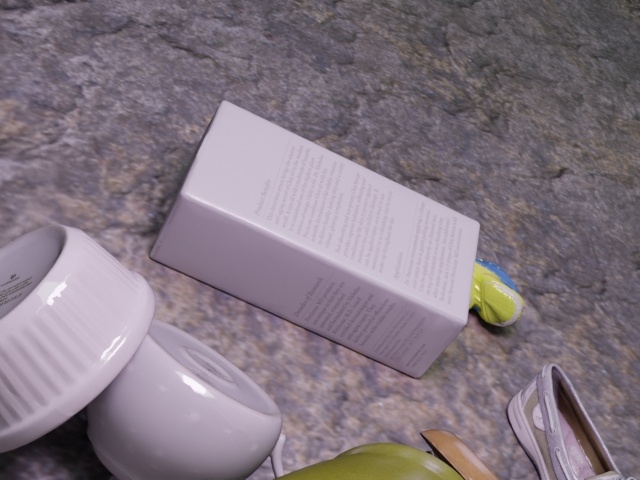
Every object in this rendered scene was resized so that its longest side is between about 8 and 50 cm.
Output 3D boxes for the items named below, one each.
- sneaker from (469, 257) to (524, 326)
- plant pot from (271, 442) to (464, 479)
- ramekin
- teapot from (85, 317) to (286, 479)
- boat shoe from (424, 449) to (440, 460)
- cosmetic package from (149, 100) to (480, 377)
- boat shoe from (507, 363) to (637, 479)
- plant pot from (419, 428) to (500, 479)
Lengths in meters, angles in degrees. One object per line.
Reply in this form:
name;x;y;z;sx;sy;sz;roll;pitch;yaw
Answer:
sneaker;0.239;0.060;2.013;0.240;0.091;0.126;37;17;9
plant pot;0.028;0.382;1.241;0.366;0.366;0.353;39;24;11
ramekin;-0.329;0.097;1.334;0.127;0.273;0.273;55;26;-25
teapot;-0.178;0.224;1.397;0.256;0.187;0.252;36;3;41
boat shoe;0.120;0.349;1.543;0.079;0.084;0.233;33;36;-5
cosmetic package;0.000;0.000;1.798;0.453;0.161;0.230;26;43;-9
boat shoe;0.390;0.331;1.753;0.118;0.103;0.320;5;42;-33
plant pot;0.211;0.314;1.448;0.236;0.032;0.236;48;-4;5
